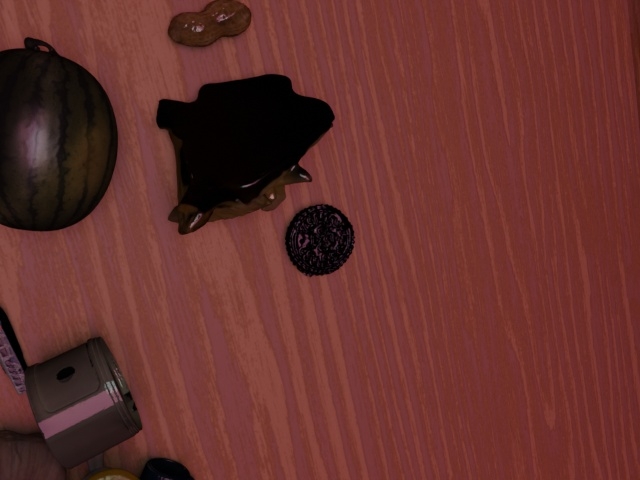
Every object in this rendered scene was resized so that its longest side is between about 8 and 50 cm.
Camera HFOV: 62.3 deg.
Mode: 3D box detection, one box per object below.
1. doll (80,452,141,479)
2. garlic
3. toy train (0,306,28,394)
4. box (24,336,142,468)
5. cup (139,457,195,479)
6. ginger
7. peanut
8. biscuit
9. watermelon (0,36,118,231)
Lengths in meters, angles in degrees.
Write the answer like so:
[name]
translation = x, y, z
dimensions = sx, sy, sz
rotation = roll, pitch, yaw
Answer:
[doll]
translation = -0.449, 0.542, 1.134
dimensions = 0.160, 0.242, 0.310
rotation = -10, 73, -17
[garlic]
translation = -0.663, 0.547, 1.065
dimensions = 0.322, 0.241, 0.321
rotation = 0, 86, -4
[toy train]
translation = -0.661, 0.223, 1.114
dimensions = 0.047, 0.043, 0.207
rotation = -21, 104, -20
[box]
translation = -0.488, 0.331, 1.102
dimensions = 0.150, 0.226, 0.226
rotation = -25, 105, -19
[cup]
translation = -0.377, 0.600, 1.256
dimensions = 0.114, 0.150, 0.138
rotation = 20, 86, 11
[ginger]
translation = -0.184, -0.187, 1.204
dimensions = 0.414, 0.358, 0.211
rotation = -32, 151, -17
[peanut]
translation = -0.249, -0.490, 1.189
dimensions = 0.193, 0.089, 0.089
rotation = -25, 105, -18
[biscuit]
translation = 0.000, 0.000, 1.365
dimensions = 0.195, 0.053, 0.194
rotation = -3, 97, -22
[watermelon]
translation = -0.529, -0.197, 0.994
dimensions = 0.279, 0.279, 0.358
rotation = 8, 93, -24
